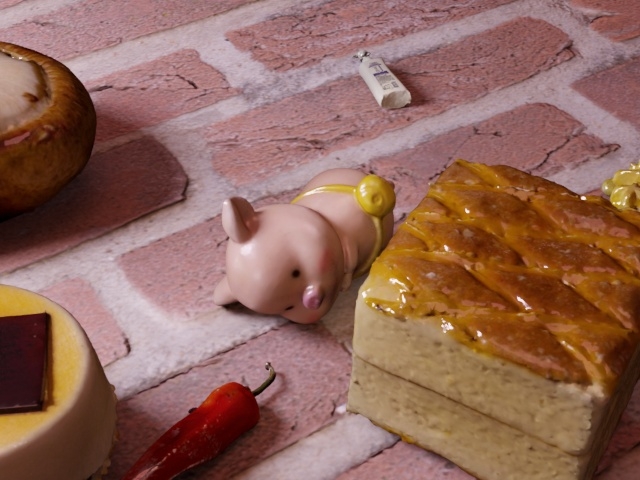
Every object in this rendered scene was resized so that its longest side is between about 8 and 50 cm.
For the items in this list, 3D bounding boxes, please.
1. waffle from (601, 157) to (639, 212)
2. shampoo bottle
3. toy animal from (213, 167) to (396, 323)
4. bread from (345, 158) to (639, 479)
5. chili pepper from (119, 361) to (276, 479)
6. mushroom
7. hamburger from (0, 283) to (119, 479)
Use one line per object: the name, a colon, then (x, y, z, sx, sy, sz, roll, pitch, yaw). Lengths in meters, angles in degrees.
waffle: (0.516, -0.027, 1.365, 0.329, 0.062, 0.329, 2, 42, -2)
shampoo bottle: (0.088, -0.246, 1.611, 0.049, 0.034, 0.141, -17, 44, -11)
toy animal: (0.000, -0.003, 1.240, 0.248, 0.165, 0.149, -24, 42, -36)
bread: (0.198, 0.084, 1.110, 0.279, 0.207, 0.279, 25, 46, 22)
chili pepper: (-0.124, 0.195, 1.079, 0.059, 0.050, 0.268, 44, 45, 13)
mushroom: (-0.443, -0.153, 1.305, 0.346, 0.259, 0.345, 2, 42, -2)
hamburger: (-0.336, 0.176, 1.008, 0.302, 0.170, 0.302, 2, 38, -1)
